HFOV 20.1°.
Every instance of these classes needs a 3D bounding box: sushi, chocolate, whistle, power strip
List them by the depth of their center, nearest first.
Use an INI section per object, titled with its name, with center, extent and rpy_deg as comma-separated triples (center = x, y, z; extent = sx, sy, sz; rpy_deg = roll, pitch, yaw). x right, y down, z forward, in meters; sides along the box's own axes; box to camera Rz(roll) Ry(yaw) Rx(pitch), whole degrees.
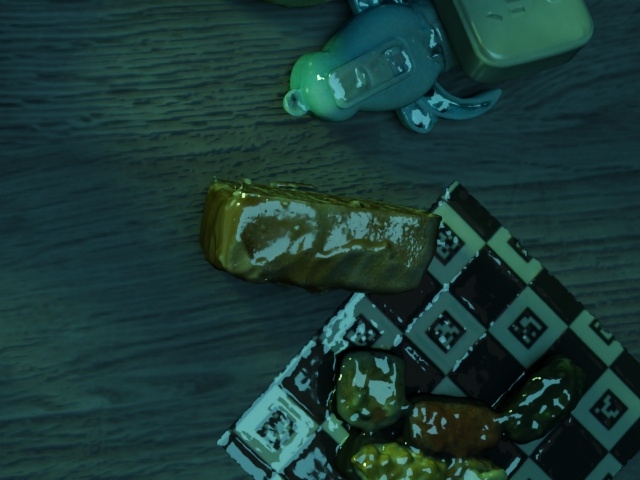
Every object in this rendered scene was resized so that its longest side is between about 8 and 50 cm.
[chocolate]
center = 0.000, 0.000, 1.685
extent = 0.214, 0.148, 0.093
rpy_deg = 9, 98, -14
[power strip]
center = 0.182, -0.288, 1.705
extent = 0.193, 0.059, 0.265
rpy_deg = -16, 74, -22
[whistle]
center = 0.084, -0.186, 1.722
extent = 0.274, 0.093, 0.186
rpy_deg = -28, 104, -15
[sushi]
center = 0.142, 0.184, 1.779
extent = 0.343, 0.064, 0.359
rpy_deg = 45, 82, -14

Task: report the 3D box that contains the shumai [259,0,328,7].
[shumai]
center = -0.058, -0.346, 1.552
extent = 0.309, 0.263, 0.304
rpy_deg = 20, 107, -3
